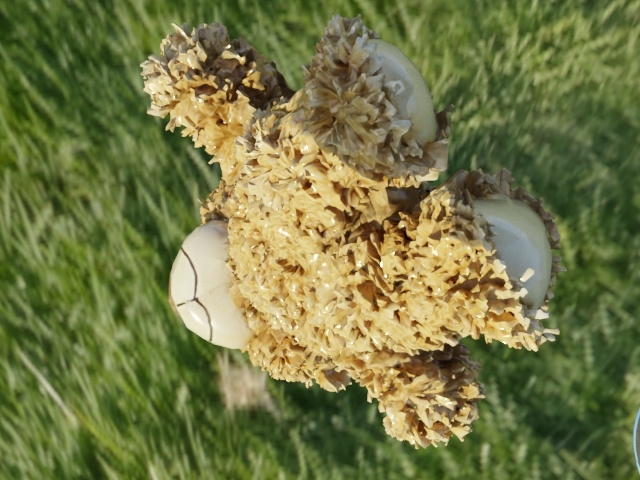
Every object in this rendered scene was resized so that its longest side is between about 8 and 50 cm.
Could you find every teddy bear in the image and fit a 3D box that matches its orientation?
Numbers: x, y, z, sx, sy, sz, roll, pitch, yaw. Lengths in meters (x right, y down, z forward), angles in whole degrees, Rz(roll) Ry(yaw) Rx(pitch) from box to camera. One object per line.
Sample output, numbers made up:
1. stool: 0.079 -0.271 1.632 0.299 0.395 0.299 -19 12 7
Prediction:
1. teddy bear: 0.000 0.000 0.906 0.113 0.338 0.245 -44 114 -19

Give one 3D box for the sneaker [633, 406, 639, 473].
1. sneaker: 0.158 0.121 0.558 0.067 0.078 0.188 -33 74 3
